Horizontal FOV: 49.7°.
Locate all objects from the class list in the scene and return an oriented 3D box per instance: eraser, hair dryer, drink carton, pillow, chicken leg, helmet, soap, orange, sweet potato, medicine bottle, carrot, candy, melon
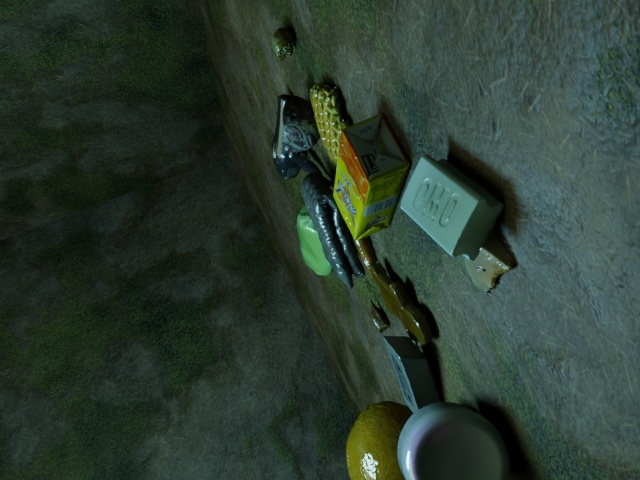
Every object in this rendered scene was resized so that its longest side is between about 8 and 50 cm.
[{"bbox_3d":[0.270,0.402,1.965,0.111,0.077,0.352,48,163,52],"label":"eraser"},{"bbox_3d":[-0.046,-0.291,2.273,0.359,0.120,0.303,43,141,41],"label":"hair dryer"},{"bbox_3d":[0.113,-0.144,1.680,0.351,0.111,0.154,95,152,-69],"label":"drink carton"},{"bbox_3d":[0.035,-0.037,2.149,0.228,0.101,0.326,-122,8,-63],"label":"pillow"},{"bbox_3d":[-0.118,-0.581,2.034,0.178,0.070,0.093,-117,27,-62],"label":"chicken leg"},{"bbox_3d":[-0.049,-0.337,2.033,0.177,0.107,0.153,82,-159,-69],"label":"helmet"},{"bbox_3d":[0.233,-0.064,1.256,0.119,0.066,0.198,-66,32,19],"label":"soap"},{"bbox_3d":[0.234,0.690,2.189,0.322,0.322,0.357,85,166,-56],"label":"orange"},{"bbox_3d":[0.182,0.239,2.236,0.049,0.049,0.117,98,148,-68],"label":"sweet potato"},{"bbox_3d":[0.308,0.514,1.677,0.302,0.241,0.241,86,161,-83],"label":"medicine bottle"},{"bbox_3d":[0.147,0.055,2.076,0.191,0.047,0.047,65,170,-15],"label":"carrot"},{"bbox_3d":[0.000,0.000,2.467,0.142,0.132,0.343,18,152,14],"label":"candy"},{"bbox_3d":[0.308,0.043,1.315,0.098,0.054,0.182,49,164,15],"label":"melon"}]

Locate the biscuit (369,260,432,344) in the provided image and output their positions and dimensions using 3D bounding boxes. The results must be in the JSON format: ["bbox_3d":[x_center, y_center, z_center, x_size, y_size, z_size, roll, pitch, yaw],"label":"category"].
[{"bbox_3d":[0.231,0.184,1.902,0.197,0.049,0.301,63,173,-28],"label":"biscuit"}]

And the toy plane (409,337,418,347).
[{"bbox_3d":[0.265,0.305,2.018,0.049,0.031,0.120,58,168,20],"label":"toy plane"}]

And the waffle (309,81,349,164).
[{"bbox_3d":[0.031,-0.312,1.895,0.245,0.052,0.254,-140,29,-69],"label":"waffle"}]
